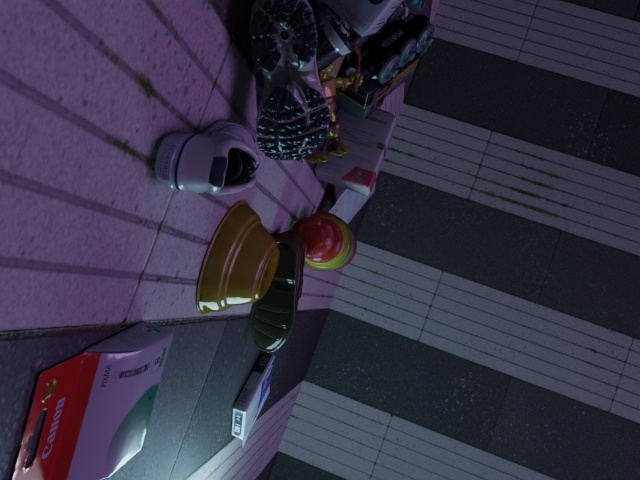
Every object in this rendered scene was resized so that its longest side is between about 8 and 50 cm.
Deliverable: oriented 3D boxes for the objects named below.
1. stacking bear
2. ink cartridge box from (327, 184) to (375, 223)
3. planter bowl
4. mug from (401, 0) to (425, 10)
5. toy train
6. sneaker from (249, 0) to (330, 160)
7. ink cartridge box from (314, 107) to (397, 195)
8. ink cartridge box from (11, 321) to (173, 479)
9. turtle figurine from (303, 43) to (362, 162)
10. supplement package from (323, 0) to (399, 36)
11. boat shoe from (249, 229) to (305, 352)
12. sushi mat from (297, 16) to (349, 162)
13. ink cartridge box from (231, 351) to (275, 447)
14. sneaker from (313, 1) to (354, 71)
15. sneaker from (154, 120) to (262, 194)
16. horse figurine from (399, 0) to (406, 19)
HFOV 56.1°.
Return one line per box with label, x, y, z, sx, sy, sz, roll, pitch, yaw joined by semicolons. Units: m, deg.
stacking bear;0.000;0.000;1.620;0.289;0.164;0.175;22;87;-77
ink cartridge box;0.052;-0.125;2.003;0.385;0.091;0.308;-49;165;-19
planter bowl;-0.131;0.044;1.072;0.217;0.090;0.217;19;90;-81
mug;0.270;-0.760;1.776;0.158;0.097;0.129;-42;151;-71
toy train;0.164;-0.453;1.524;0.334;0.142;0.190;-46;164;-34
sneaker;-0.046;-0.242;0.866;0.283;0.110;0.122;93;-11;-48
ink cartridge box;0.096;-0.250;1.614;0.092;0.159;0.217;63;47;-76
ink cartridge box;-0.266;0.211;0.721;0.225;0.056;0.181;-34;142;-79
turtle figurine;-0.002;-0.270;1.188;0.269;0.087;0.217;-37;133;-52
supplement package;0.111;-0.478;0.986;0.244;0.139;0.134;-48;-177;27
boat shoe;-0.089;0.123;1.442;0.104;0.111;0.307;-49;157;-65
sushi mat;0.003;-0.335;1.314;0.151;0.019;0.316;77;33;-76
ink cartridge box;-0.197;0.461;1.743;0.206;0.045;0.208;-62;167;-45
sneaker;-0.006;-0.350;1.049;0.106;0.078;0.234;-35;-155;16
sneaker;-0.122;-0.099;0.791;0.258;0.091;0.094;-52;160;-70
horse figurine;0.194;-0.640;1.620;0.263;0.066;0.174;-56;151;-25
